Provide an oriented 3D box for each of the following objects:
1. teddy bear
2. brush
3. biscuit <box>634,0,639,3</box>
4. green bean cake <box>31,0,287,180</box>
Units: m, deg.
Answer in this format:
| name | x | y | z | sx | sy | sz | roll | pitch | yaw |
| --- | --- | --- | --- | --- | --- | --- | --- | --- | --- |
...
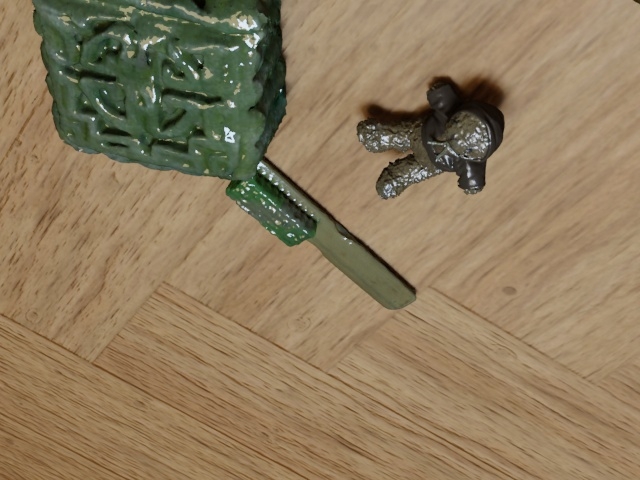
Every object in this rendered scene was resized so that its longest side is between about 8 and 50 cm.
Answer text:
| name | x | y | z | sx | sy | sz | roll | pitch | yaw |
| --- | --- | --- | --- | --- | --- | --- | --- | --- | --- |
| teddy bear | 0.125 | -0.100 | 1.353 | 0.160 | 0.078 | 0.119 | -14 | 96 | 40 |
| brush | 0.000 | 0.000 | 1.531 | 0.282 | 0.048 | 0.054 | 40 | 138 | -25 |
| biscuit | 0.191 | -0.250 | 1.019 | 0.278 | 0.301 | 0.043 | 43 | 106 | 12 |
| green bean cake | -0.157 | -0.193 | 1.315 | 0.241 | 0.132 | 0.255 | 15 | 140 | 10 |
